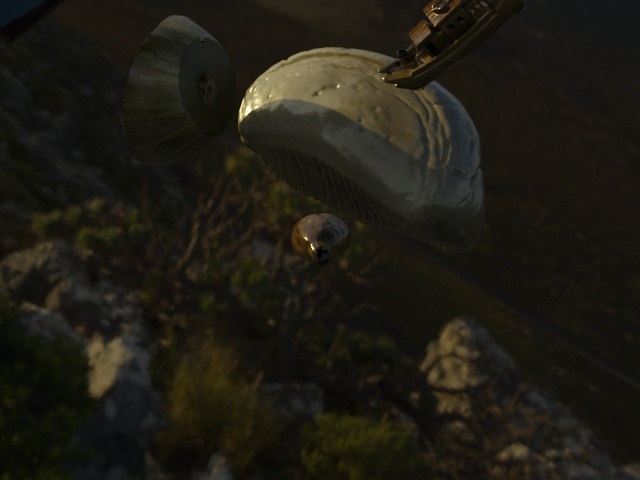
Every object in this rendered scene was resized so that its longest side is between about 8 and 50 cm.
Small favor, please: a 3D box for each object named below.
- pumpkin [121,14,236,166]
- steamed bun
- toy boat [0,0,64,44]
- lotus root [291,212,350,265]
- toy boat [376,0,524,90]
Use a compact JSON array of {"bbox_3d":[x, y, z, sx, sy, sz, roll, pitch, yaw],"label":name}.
[{"bbox_3d":[-0.178,-0.199,1.741,0.110,0.217,0.217,15,12,31],"label":"pumpkin"},{"bbox_3d":[0.089,-0.156,1.863,0.384,0.236,0.247,25,-7,29],"label":"steamed bun"},{"bbox_3d":[-0.313,-0.387,1.646,0.079,0.392,0.136,51,21,-12],"label":"toy boat"},{"bbox_3d":[0.000,0.000,2.269,0.108,0.094,0.190,-9,4,3],"label":"lotus root"},{"bbox_3d":[0.154,-0.254,1.480,0.072,0.206,0.064,41,16,-38],"label":"toy boat"}]
